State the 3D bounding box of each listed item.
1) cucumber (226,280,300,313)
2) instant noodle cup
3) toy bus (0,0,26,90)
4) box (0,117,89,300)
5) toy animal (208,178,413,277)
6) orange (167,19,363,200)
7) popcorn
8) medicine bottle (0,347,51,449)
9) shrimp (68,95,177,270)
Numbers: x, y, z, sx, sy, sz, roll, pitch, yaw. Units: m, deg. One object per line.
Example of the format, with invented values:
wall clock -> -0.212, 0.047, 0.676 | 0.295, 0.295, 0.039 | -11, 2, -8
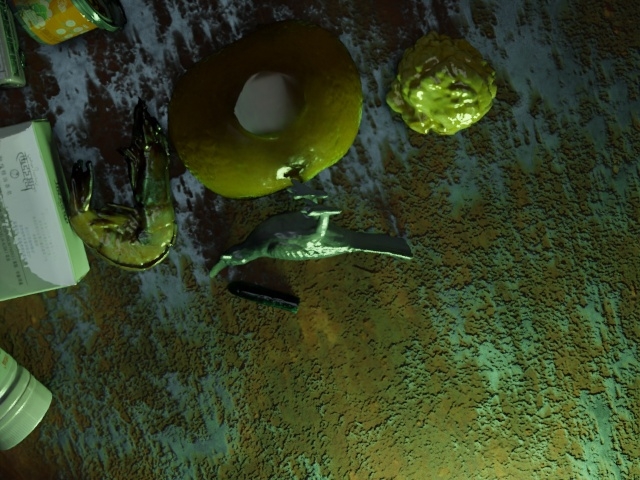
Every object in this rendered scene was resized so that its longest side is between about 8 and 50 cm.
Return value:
cucumber -> -0.103, 0.098, 1.466 | 0.133, 0.032, 0.032 | 17, 96, -7
instant noodle cup -> -0.418, -0.391, 1.306 | 0.125, 0.178, 0.208 | -24, 131, 12
toy bus -> -0.541, -0.341, 1.317 | 0.096, 0.108, 0.199 | -10, 99, -5
box -> -0.522, -0.046, 1.355 | 0.203, 0.116, 0.274 | -14, 100, -2
toy animal -> -0.016, -0.018, 1.399 | 0.366, 0.206, 0.081 | -6, 55, -4
orange -> -0.082, -0.209, 1.368 | 0.334, 0.196, 0.263 | -25, 113, -10
popcorn -> 0.206, -0.262, 1.396 | 0.179, 0.170, 0.180 | -3, 98, -25
medicine bottle -> -0.578, 0.223, 1.354 | 0.133, 0.133, 0.250 | -40, 115, 0
shrimp -> -0.338, -0.090, 1.387 | 0.178, 0.075, 0.289 | -9, 108, -22
